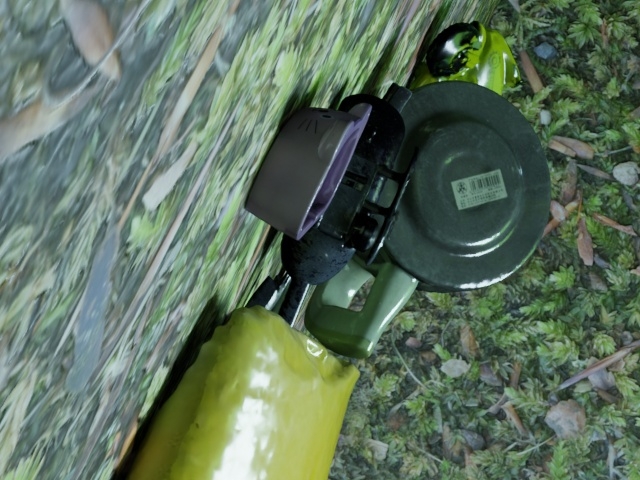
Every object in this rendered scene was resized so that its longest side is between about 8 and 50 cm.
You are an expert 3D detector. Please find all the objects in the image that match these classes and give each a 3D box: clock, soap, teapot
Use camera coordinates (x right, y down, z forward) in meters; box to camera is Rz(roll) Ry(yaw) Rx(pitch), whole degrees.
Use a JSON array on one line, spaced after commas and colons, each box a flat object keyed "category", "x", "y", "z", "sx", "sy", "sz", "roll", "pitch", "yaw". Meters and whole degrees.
[{"category": "clock", "x": -0.009, "y": -0.068, "z": 1.141, "sx": 0.110, "sy": 0.050, "sz": 0.152, "roll": -65, "pitch": 175, "yaw": 17}, {"category": "soap", "x": -0.097, "y": 0.280, "z": 1.217, "sx": 0.306, "sy": 0.115, "sz": 0.427, "roll": 51, "pitch": 54, "yaw": -61}, {"category": "teapot", "x": 0.115, "y": -0.012, "z": 1.620, "sx": 0.239, "sy": 0.240, "sz": 0.321, "roll": 165, "pitch": -70, "yaw": -67}]

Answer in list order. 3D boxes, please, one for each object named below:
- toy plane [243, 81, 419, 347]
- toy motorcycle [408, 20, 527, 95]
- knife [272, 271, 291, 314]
[{"category": "toy plane", "x": 0.000, "y": 0.000, "z": 1.354, "sx": 0.155, "sy": 0.106, "sz": 0.381, "roll": 165, "pitch": -53, "yaw": -81}, {"category": "toy motorcycle", "x": 0.195, "y": -0.206, "z": 2.113, "sx": 0.206, "sy": 0.142, "sz": 0.342, "roll": -11, "pitch": 139, "yaw": -34}, {"category": "knife", "x": -0.052, "y": 0.087, "z": 1.619, "sx": 0.061, "sy": 0.027, "sz": 0.343, "roll": -46, "pitch": 158, "yaw": -69}]
